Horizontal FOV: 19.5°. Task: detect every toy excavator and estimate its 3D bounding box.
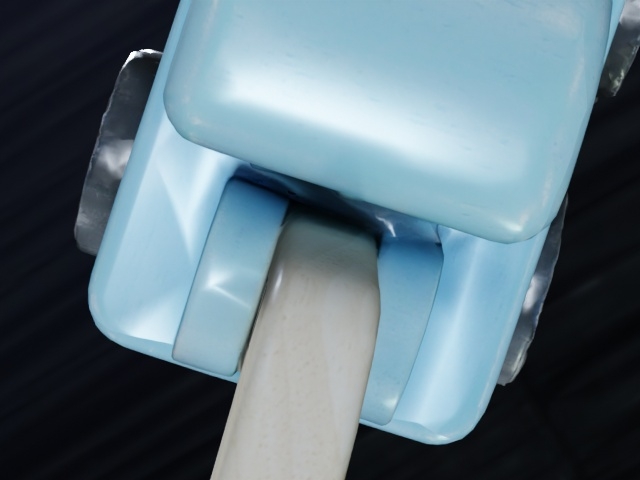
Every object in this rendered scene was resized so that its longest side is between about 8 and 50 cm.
[{"bbox_3d":[0.000,0.000,0.723,0.222,0.433,0.445,18,-178,-1],"label":"toy excavator"}]
